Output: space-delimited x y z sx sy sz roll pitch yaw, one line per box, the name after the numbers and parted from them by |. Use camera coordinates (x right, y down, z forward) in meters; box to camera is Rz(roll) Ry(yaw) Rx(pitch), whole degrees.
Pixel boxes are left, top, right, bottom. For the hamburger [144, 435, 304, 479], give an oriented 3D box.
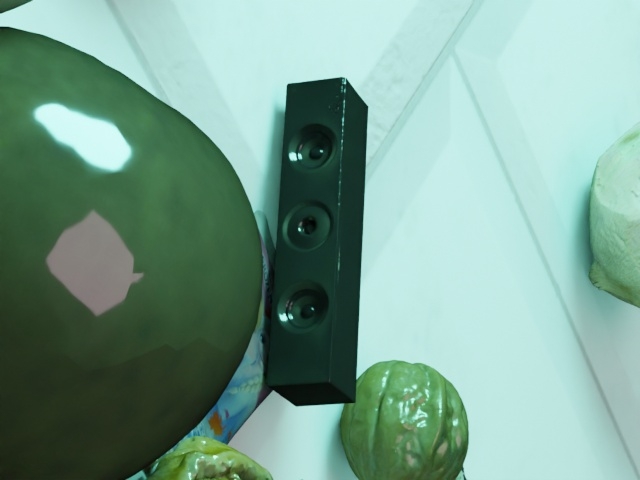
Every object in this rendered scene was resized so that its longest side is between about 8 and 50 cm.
-0.064 0.205 0.792 0.214 0.108 0.214 20 90 -75 | hamburger

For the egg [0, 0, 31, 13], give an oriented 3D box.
-0.178 -0.180 0.641 0.253 0.186 0.187 24 67 -56 | egg

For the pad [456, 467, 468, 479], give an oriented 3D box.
0.061 0.234 1.099 0.193 0.004 0.116 -31 112 -52 | pad

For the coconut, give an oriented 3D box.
0.297 -0.016 1.325 0.194 0.194 0.194 8 80 -55 | coconut

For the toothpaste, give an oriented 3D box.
-0.071 0.080 0.893 0.266 0.061 0.096 -47 126 -54 | toothpaste

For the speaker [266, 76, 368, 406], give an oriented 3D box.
0.000 0.000 0.982 0.046 0.040 0.191 46 42 -59 | speaker

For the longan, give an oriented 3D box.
-0.122 0.015 0.700 0.220 0.196 0.197 25 66 -65 | longan

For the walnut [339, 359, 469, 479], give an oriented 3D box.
0.053 0.119 1.039 0.092 0.092 0.092 8 80 -55 | walnut
